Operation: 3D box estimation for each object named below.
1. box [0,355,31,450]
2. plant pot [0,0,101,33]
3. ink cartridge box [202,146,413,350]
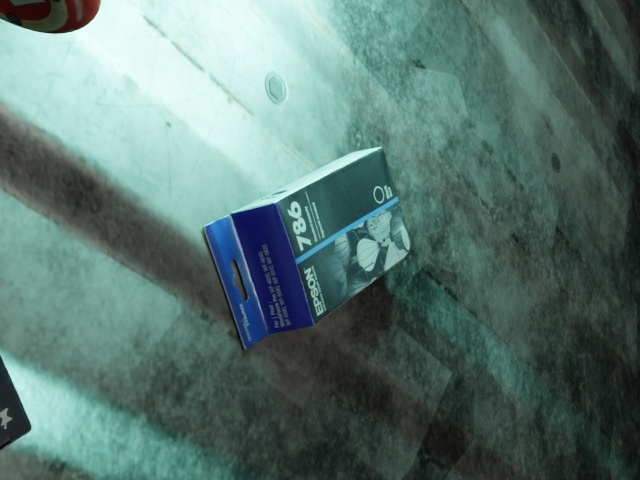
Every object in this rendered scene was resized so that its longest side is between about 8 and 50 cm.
[{"bbox_3d":[-0.321,0.116,0.559,0.153,0.207,0.108,-35,111,-49],"label":"box"},{"bbox_3d":[-0.249,-0.293,0.750,0.191,0.191,0.174,41,63,-40],"label":"plant pot"},{"bbox_3d":[0.000,0.000,1.104,0.332,0.065,0.166,-32,109,-48],"label":"ink cartridge box"}]
